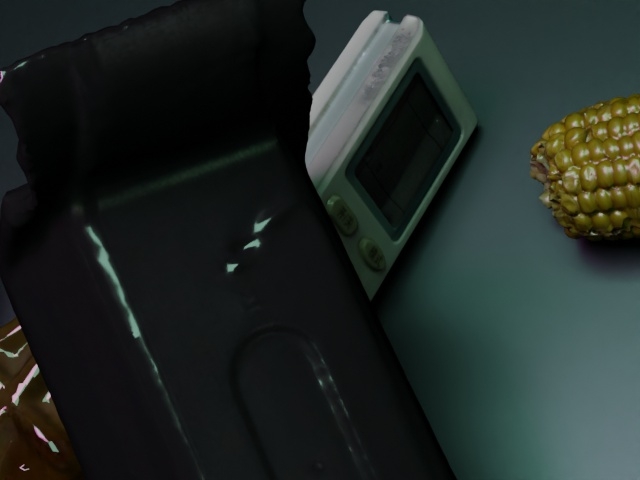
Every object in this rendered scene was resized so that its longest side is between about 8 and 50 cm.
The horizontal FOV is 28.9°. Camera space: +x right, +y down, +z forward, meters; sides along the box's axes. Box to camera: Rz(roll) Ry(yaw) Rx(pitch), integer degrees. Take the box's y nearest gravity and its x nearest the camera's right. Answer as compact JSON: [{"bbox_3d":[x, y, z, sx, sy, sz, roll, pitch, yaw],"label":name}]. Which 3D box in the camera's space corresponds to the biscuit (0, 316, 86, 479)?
[{"bbox_3d":[-0.199,0.056,0.824,0.366,0.115,0.268,-20,62,13],"label":"biscuit"}]

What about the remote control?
[{"bbox_3d":[0.000,0.000,0.755,0.055,0.103,0.277,19,68,39],"label":"remote control"}]

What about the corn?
[{"bbox_3d":[0.260,-0.059,0.699,0.293,0.106,0.106,-9,64,18],"label":"corn"}]

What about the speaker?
[{"bbox_3d":[-0.015,0.097,0.584,0.180,0.184,0.388,-24,87,-18],"label":"speaker"}]
